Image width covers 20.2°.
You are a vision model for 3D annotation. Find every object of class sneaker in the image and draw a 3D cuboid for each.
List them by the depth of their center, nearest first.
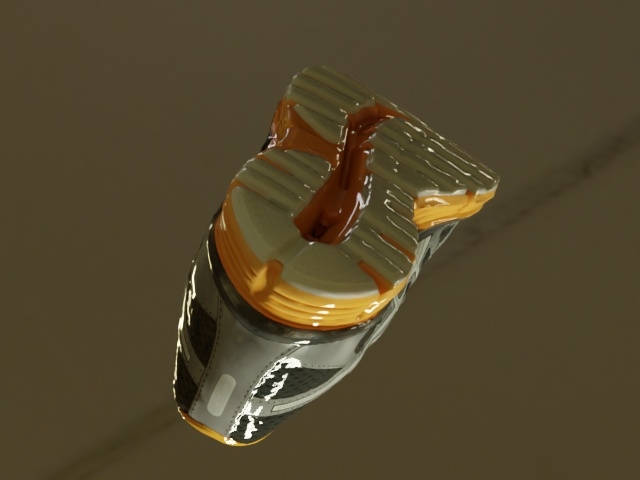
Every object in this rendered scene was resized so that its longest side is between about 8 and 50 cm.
[{"bbox_3d":[0.000,0.000,0.638,0.084,0.083,0.215,32,-156,8],"label":"sneaker"}]
